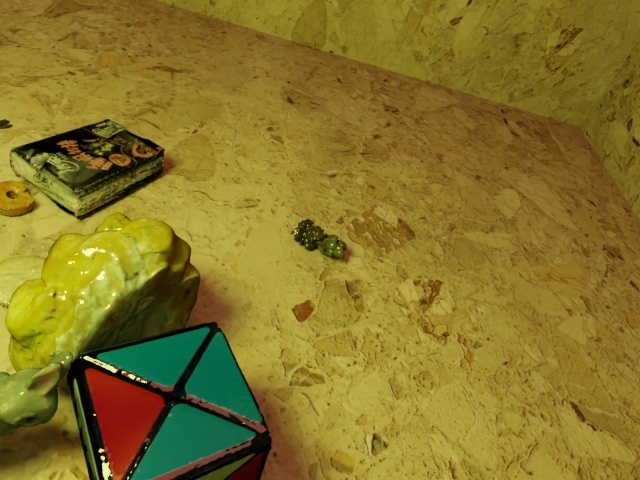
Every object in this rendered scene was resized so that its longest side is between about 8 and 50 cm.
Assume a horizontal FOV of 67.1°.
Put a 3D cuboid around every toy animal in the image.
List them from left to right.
[{"bbox_3d":[-0.459,0.244,0.712,0.237,0.108,0.138,-13,16,18],"label":"toy animal"}]

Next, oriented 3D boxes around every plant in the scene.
[{"bbox_3d":[0.000,0.000,1.367,0.174,0.087,0.085,27,71,16],"label":"plant"}]

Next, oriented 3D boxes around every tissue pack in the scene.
[{"bbox_3d":[-0.628,-0.212,1.326,0.245,0.123,0.332,30,39,11],"label":"tissue pack"}]

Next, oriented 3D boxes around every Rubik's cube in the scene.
[{"bbox_3d":[-0.249,0.316,0.788,0.249,0.250,0.246,-12,49,-28],"label":"Rubik's cube"}]

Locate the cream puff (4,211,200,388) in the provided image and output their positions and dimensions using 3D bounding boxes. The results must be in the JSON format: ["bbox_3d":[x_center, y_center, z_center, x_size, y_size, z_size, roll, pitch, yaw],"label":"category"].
[{"bbox_3d":[-0.416,0.099,0.917,0.276,0.378,0.378,36,43,18],"label":"cream puff"}]

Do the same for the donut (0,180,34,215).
[{"bbox_3d":[-0.773,-0.101,1.204,0.097,0.043,0.108,-16,51,-37],"label":"donut"}]

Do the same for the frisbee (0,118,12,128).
[{"bbox_3d":[-0.994,-0.322,1.389,0.188,0.012,0.211,-17,52,-36],"label":"frisbee"}]

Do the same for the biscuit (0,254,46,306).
[{"bbox_3d":[-0.654,0.086,1.060,0.152,0.020,0.152,11,41,-10],"label":"biscuit"}]
